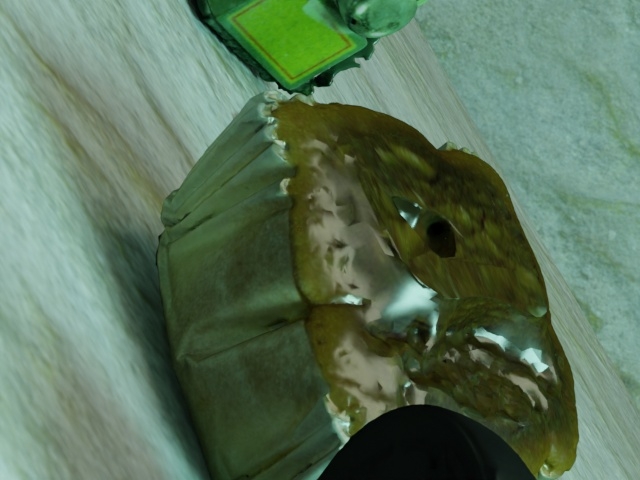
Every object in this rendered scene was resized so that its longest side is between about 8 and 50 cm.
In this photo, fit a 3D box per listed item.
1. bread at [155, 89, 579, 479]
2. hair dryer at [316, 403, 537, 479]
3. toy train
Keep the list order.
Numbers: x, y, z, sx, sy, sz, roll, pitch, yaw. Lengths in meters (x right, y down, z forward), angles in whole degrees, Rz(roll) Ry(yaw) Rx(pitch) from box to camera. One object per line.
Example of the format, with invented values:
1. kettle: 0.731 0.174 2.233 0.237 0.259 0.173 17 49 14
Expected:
1. bread: 0.029 0.037 0.760 0.210 0.110 0.192 16 52 -49
2. hair dryer: 0.147 0.215 0.533 0.320 0.155 0.284 27 16 -15
3. toy train: -0.019 -0.253 1.202 0.159 0.188 0.271 39 26 -58
